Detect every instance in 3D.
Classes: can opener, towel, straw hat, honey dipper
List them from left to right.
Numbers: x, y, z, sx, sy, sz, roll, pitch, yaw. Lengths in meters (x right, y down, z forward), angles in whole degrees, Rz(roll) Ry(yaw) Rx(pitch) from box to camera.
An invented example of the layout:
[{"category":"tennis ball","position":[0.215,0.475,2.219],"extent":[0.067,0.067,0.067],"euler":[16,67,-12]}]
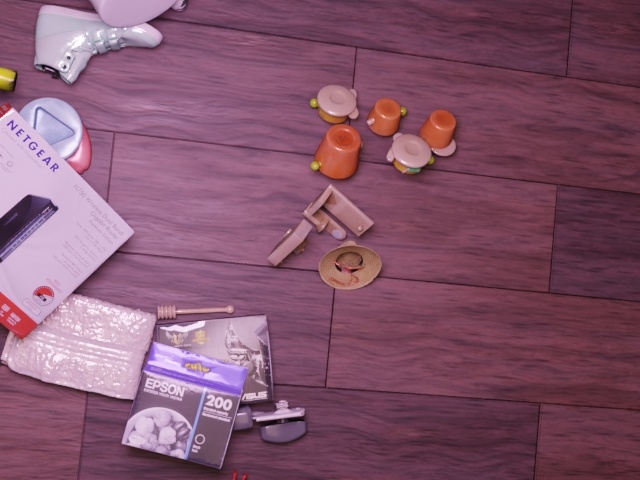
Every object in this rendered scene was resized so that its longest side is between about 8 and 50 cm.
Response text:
[{"category":"towel","position":[-0.490,0.204,1.733],"extent":[0.282,0.049,0.187],"euler":[15,86,-10]},{"category":"honey dipper","position":[-0.261,0.146,1.787],"extent":[0.160,0.030,0.031],"euler":[-3,89,-13]},{"category":"can opener","position":[-0.164,0.384,1.774],"extent":[0.280,0.074,0.093],"euler":[-2,88,-10]},{"category":"straw hat","position":[0.060,0.037,1.826],"extent":[0.144,0.145,0.061],"euler":[7,46,-10]}]

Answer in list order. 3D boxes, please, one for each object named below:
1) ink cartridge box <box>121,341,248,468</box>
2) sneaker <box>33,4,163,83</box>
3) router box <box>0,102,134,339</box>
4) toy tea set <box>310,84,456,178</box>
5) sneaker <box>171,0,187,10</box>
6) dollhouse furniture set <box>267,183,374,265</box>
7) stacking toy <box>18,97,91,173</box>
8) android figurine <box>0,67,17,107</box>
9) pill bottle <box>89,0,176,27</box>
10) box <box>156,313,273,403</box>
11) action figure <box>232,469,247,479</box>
[{"category":"ink cartridge box","position":[-0.269,0.330,1.706],"extent":[0.206,0.045,0.208],"euler":[15,82,-5]},{"category":"sneaker","position":[-0.454,-0.381,1.731],"extent":[0.255,0.094,0.151],"euler":[7,81,0]},{"category":"router box","position":[-0.576,-0.034,1.598],"extent":[0.301,0.082,0.335],"euler":[-45,120,-9]},{"category":"toy tea set","position":[0.132,-0.210,1.846],"extent":[0.335,0.124,0.200],"euler":[10,57,-7]},{"category":"sneaker","position":[-0.325,-0.602,1.768],"extent":[0.132,0.086,0.229],"euler":[10,88,-8]},{"category":"dollhouse furniture set","position":[0.000,0.000,1.780],"extent":[0.123,0.144,0.151],"euler":[41,46,-7]},{"category":"stacking toy","position":[-0.613,-0.146,1.679],"extent":[0.308,0.130,0.280],"euler":[-5,89,-10]},{"category":"android figurine","position":[-0.718,-0.291,1.587],"extent":[0.272,0.056,0.248],"euler":[9,68,-14]},{"category":"pill bottle","position":[-0.430,-0.626,1.640],"extent":[0.224,0.224,0.392],"euler":[-29,81,-10]},{"category":"box","position":[-0.220,0.254,1.777],"extent":[0.230,0.056,0.183],"euler":[-4,90,-11]},{"category":"action figure","position":[-0.182,0.544,1.790],"extent":[0.038,0.030,0.115],"euler":[15,91,-4]}]
